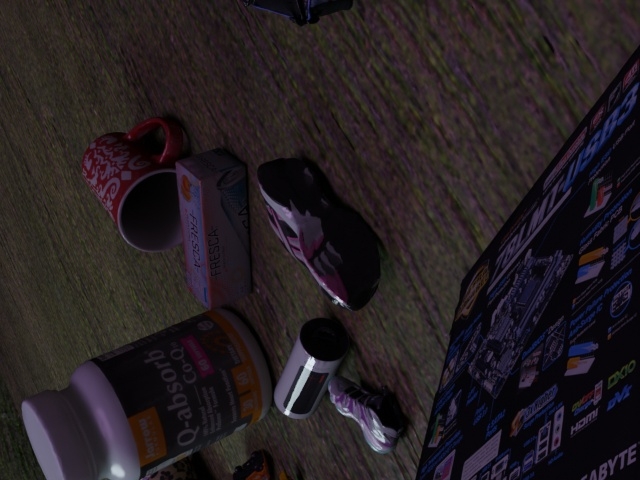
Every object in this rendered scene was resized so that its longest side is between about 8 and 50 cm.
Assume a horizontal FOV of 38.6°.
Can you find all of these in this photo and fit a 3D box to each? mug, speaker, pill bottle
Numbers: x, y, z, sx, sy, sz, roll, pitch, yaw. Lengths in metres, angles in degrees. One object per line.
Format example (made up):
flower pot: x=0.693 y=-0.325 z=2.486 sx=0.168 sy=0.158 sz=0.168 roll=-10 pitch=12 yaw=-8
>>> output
mug: x=-0.225 y=-0.083 z=1.184 sx=0.113 sy=0.150 sz=0.169 roll=45 pitch=175 yaw=-41
speaker: x=-0.011 y=0.140 z=0.995 sx=0.055 sy=0.055 sz=0.136 roll=54 pitch=147 yaw=24
pill bottle: x=-0.213 y=0.204 z=1.140 sx=0.162 sy=0.278 sz=0.162 roll=37 pitch=138 yaw=42

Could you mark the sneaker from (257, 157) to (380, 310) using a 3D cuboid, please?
sneaker: x=0.000 y=0.000 z=0.891 sx=0.077 sy=0.072 sz=0.178 roll=91 pitch=153 yaw=-54

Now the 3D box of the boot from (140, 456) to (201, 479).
boot: x=-0.218 y=0.545 z=1.508 sx=0.284 sy=0.138 sz=0.377 roll=50 pitch=142 yaw=27

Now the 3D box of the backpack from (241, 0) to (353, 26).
backpack: x=-0.015 y=-0.243 z=0.724 sx=0.105 sy=0.084 sz=0.114 roll=32 pitch=139 yaw=45

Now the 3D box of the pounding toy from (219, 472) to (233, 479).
pounding toy: x=-0.112 y=0.402 z=1.251 sx=0.141 sy=0.100 sz=0.130 roll=7 pitch=129 yaw=58

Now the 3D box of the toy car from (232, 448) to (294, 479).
toy car: x=-0.072 y=0.324 z=1.215 sx=0.040 sy=0.060 sz=0.122 roll=46 pitch=167 yaw=-26

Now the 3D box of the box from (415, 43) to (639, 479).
box: x=0.136 y=0.070 z=0.503 sx=0.073 sy=0.293 sz=0.295 roll=24 pitch=141 yaw=-3

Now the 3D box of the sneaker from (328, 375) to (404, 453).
sneaker: x=0.051 y=0.162 z=0.929 sx=0.098 sy=0.038 sz=0.069 roll=44 pitch=142 yaw=20

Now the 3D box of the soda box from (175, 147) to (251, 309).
soda box: x=-0.124 y=-0.012 z=1.073 sx=0.058 sy=0.063 sz=0.183 roll=37 pitch=139 yaw=42
